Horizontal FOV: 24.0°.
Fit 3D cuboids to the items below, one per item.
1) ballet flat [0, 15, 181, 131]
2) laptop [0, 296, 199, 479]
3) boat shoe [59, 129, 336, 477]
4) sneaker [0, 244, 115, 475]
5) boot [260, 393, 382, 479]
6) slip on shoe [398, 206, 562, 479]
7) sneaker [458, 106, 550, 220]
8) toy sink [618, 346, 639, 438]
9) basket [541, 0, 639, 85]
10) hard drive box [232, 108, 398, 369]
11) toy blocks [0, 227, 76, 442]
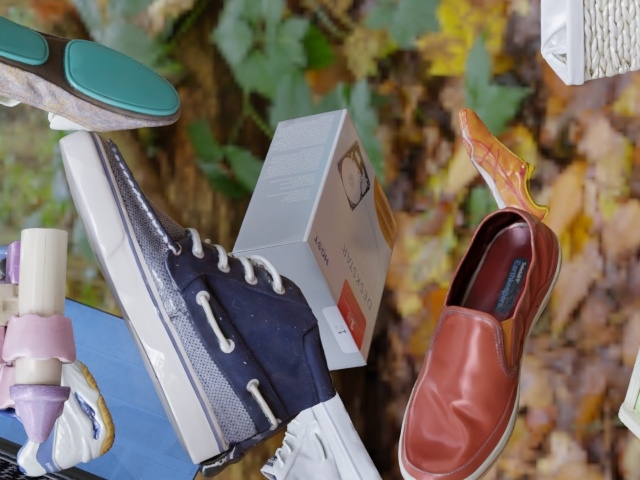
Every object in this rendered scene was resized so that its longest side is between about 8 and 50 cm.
[{"bbox_3d":[-0.321,-0.188,1.766,0.106,0.316,0.107,-49,29,41],"label":"ballet flat"},{"bbox_3d":[-0.350,0.210,1.960,0.408,0.382,0.236,20,-92,-75],"label":"laptop"},{"bbox_3d":[-0.109,0.035,1.389,0.340,0.158,0.127,68,168,-13],"label":"boat shoe"},{"bbox_3d":[-0.361,0.141,1.813,0.296,0.131,0.112,60,161,21],"label":"sneaker"},{"bbox_3d":[-0.022,0.247,1.854,0.258,0.123,0.095,60,171,27],"label":"boot"},{"bbox_3d":[0.159,0.110,1.568,0.101,0.123,0.331,50,-122,-51],"label":"slip on shoe"},{"bbox_3d":[0.232,-0.097,1.908,0.175,0.067,0.064,58,-166,-1],"label":"sneaker"},{"bbox_3d":[0.440,0.187,1.708,0.153,0.131,0.234,48,150,34],"label":"toy sink"},{"bbox_3d":[0.318,-0.278,1.747,0.113,0.103,0.167,-109,12,-62],"label":"basket"},{"bbox_3d":[0.000,0.000,1.647,0.232,0.089,0.181,-74,-33,-47],"label":"hard drive box"},{"bbox_3d":[-0.382,0.128,1.425,0.309,0.289,0.260,156,115,-73],"label":"toy blocks"}]
